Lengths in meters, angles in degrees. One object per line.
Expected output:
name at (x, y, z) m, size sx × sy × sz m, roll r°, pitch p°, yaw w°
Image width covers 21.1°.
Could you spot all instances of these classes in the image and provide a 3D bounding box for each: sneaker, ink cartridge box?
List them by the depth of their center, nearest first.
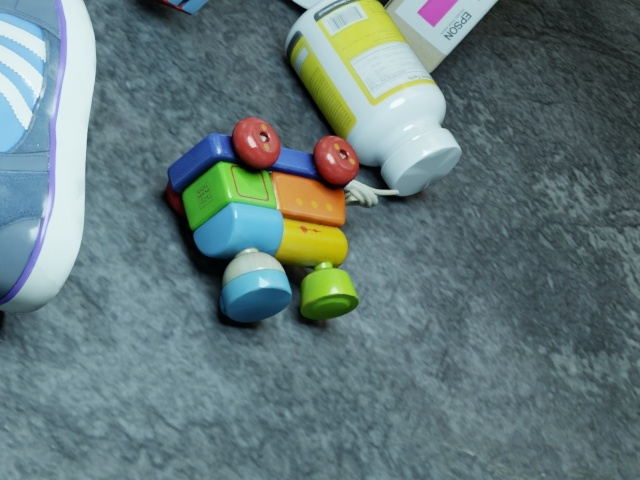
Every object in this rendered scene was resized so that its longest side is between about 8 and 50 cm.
sneaker at (-0.280, -0.113, 1.149) m, size 0.236 × 0.130 × 0.323 m, roll 25°, pitch 42°, yaw -36°
ink cartridge box at (0.176, -0.309, 1.814) m, size 0.088 × 0.235 × 0.193 m, roll 41°, pitch 32°, yaw -5°

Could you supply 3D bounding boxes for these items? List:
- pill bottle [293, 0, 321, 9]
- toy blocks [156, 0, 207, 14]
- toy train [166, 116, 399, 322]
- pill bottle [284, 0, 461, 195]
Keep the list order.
pill bottle at (0.040, -0.344, 1.770) m, size 0.162 × 0.162 × 0.278 m, roll 39°, pitch 32°, yaw -9°
toy blocks at (-0.113, -0.355, 1.534) m, size 0.191 × 0.261 × 0.381 m, roll 26°, pitch 43°, yaw -31°
toy train at (0.000, 0.000, 1.385) m, size 0.248 × 0.105 × 0.143 m, roll 10°, pitch 55°, yaw -43°
pill bottle at (0.051, -0.135, 1.591) m, size 0.103 × 0.103 × 0.184 m, roll -4°, pitch 56°, yaw -51°
